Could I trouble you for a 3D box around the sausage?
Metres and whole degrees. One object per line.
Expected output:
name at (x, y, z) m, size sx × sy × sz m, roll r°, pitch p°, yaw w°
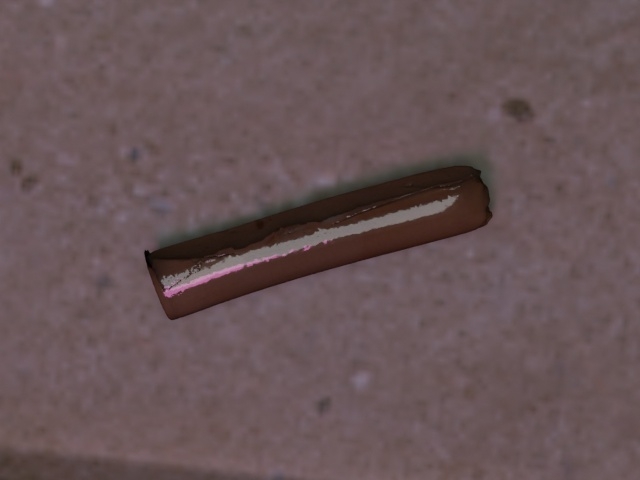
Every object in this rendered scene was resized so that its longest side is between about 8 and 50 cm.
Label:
sausage at (0.000, 0.000, 0.500) m, size 0.116 × 0.026 × 0.026 m, roll -16°, pitch 94°, yaw 3°
